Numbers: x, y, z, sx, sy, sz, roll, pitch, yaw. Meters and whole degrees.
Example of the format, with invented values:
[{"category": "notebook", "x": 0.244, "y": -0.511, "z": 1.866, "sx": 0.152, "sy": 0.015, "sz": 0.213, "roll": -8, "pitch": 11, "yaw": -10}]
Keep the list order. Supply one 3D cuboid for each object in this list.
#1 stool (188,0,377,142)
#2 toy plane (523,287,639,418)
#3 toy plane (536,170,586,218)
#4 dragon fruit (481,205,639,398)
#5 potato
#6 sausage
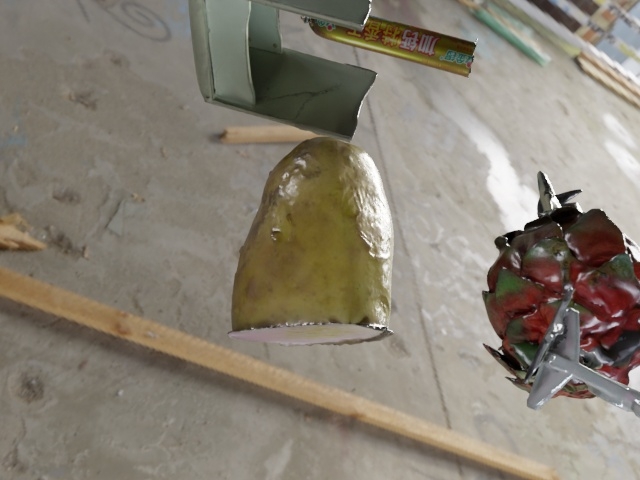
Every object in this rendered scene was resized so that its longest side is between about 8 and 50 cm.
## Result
[{"category": "stool", "x": -0.046, "y": -0.323, "z": 1.171, "sx": 0.269, "sy": 0.244, "sz": 0.170, "roll": 17, "pitch": 58, "yaw": 8}, {"category": "toy plane", "x": 0.232, "y": 0.128, "z": 0.353, "sx": 0.107, "sy": 0.273, "sz": 0.182, "roll": 28, "pitch": 70, "yaw": -47}, {"category": "toy plane", "x": 0.345, "y": -0.023, "z": 1.047, "sx": 0.192, "sy": 0.088, "sz": 0.262, "roll": 49, "pitch": 34, "yaw": -34}, {"category": "dragon fruit", "x": 0.241, "y": 0.057, "z": 0.727, "sx": 0.182, "sy": 0.182, "sz": 0.189, "roll": 9, "pitch": 77, "yaw": -40}, {"category": "potato", "x": 0.000, "y": 0.000, "z": 0.979, "sx": 0.229, "sy": 0.229, "sz": 0.266, "roll": 14, "pitch": 74, "yaw": -36}, {"category": "sausage", "x": 0.135, "y": -0.418, "z": 1.545, "sx": 0.371, "sy": 0.082, "sz": 0.082, "roll": 17, "pitch": 35, "yaw": 7}]
